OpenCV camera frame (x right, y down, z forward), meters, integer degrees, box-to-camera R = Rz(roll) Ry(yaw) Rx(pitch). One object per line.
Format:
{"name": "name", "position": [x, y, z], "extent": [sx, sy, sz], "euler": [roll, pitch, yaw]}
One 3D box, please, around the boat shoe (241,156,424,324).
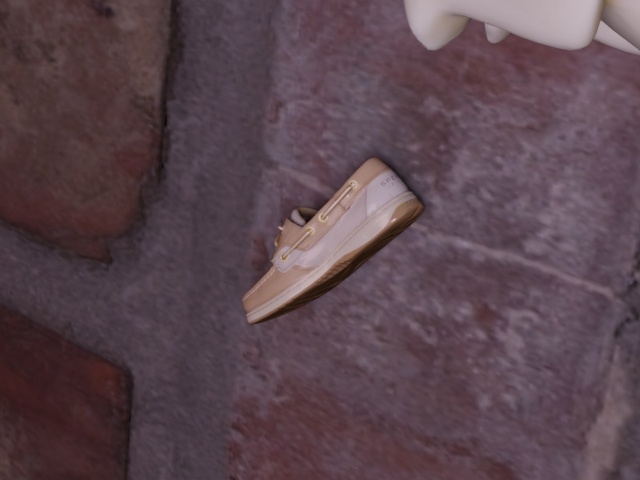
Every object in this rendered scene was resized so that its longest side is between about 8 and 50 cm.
{"name": "boat shoe", "position": [0.000, 0.000, 1.203], "extent": [0.170, 0.063, 0.059], "euler": [-38, 78, 30]}

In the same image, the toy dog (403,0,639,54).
{"name": "toy dog", "position": [0.208, -0.205, 0.829], "extent": [0.408, 0.284, 0.395], "euler": [53, 125, 13]}
